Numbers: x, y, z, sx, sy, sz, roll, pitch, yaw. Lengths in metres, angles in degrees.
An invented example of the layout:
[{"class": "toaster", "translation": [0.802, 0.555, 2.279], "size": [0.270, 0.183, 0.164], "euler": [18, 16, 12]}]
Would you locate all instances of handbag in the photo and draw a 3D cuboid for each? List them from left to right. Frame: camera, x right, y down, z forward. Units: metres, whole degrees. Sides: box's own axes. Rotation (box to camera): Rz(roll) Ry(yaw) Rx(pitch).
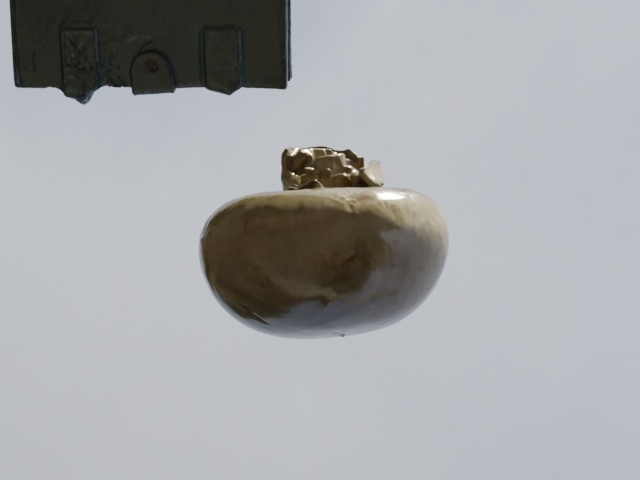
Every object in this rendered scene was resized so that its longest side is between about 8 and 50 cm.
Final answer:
[{"class": "handbag", "translation": [-0.137, -0.197, 1.183], "size": [0.062, 0.229, 0.179], "euler": [-87, 178, -72]}]

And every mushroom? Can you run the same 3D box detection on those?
[{"class": "mushroom", "translation": [0.000, 0.000, 1.291], "size": [0.226, 0.226, 0.178], "euler": [-17, -97, 55]}]
